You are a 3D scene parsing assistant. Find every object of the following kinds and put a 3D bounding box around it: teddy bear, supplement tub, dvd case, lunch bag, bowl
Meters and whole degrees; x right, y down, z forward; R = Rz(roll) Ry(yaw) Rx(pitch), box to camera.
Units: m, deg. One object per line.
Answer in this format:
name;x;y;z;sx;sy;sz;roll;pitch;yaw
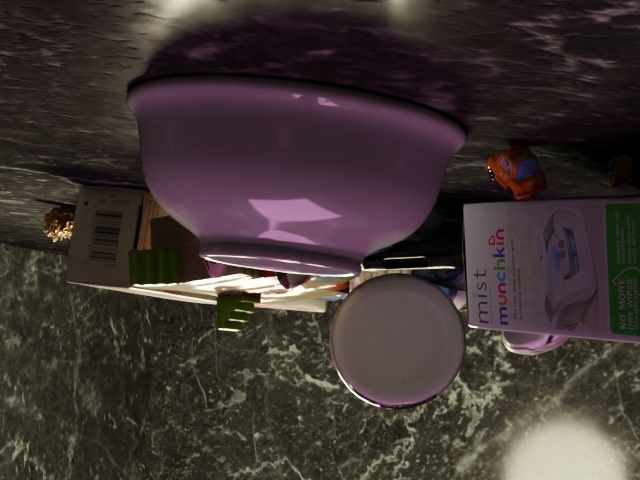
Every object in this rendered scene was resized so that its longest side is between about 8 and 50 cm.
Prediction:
teddy bear;-0.362;0.003;2.078;0.245;0.113;0.338;13;172;-34
supplement tub;0.117;0.151;1.770;0.194;0.193;0.316;6;176;4
dvd case;0.182;0.003;1.482;0.180;0.022;0.253;-18;-175;-22
lunch bag;0.228;0.032;1.722;0.129;0.096;0.151;9;-176;-26
bowl;-0.028;-0.043;1.015;0.298;0.134;0.298;7;174;1

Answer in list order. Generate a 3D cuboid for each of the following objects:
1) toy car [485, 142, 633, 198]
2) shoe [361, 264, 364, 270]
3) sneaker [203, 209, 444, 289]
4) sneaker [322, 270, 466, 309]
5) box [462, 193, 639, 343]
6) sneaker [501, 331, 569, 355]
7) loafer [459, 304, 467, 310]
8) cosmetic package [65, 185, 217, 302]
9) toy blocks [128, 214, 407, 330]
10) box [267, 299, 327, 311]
toy car;0.209;-0.072;1.030;0.122;0.060;0.040;-9;131;-3
shoe;0.119;0.014;1.878;0.178;0.063;0.081;0;172;13
sneaker;0.000;0.000;1.447;0.319;0.131;0.112;6;174;-18
sneaker;0.073;0.057;1.986;0.236;0.130;0.323;5;-178;-34
box;0.303;0.020;1.066;0.262;0.126;0.231;-4;-178;-32
sneaker;0.324;0.063;1.618;0.235;0.094;0.153;-32;141;24
loafer;0.280;0.074;2.118;0.268;0.102;0.092;-8;169;-24
cosmetic package;-0.245;0.013;1.820;0.129;0.153;0.296;5;176;27
toy blocks;-0.044;0.015;1.632;0.261;0.190;0.381;-10;168;30
box;-0.106;0.083;2.533;0.149;0.127;0.232;10;174;-37
